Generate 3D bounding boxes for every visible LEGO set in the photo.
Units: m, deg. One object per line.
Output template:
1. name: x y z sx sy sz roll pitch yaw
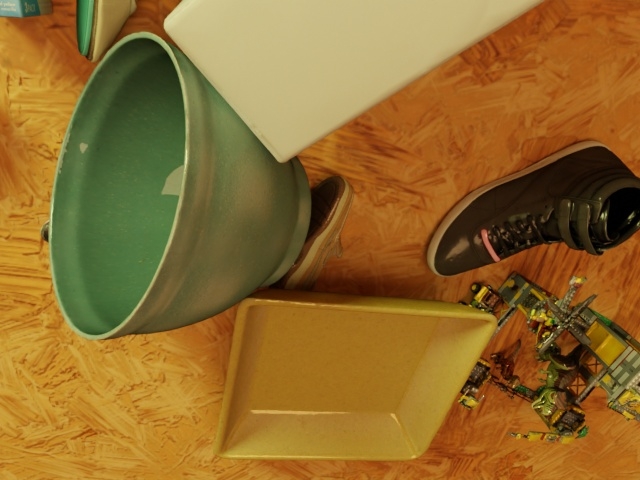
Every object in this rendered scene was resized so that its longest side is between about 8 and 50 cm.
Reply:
1. LEGO set: 0.358 0.205 0.816 0.331 0.192 0.255 36 104 -22

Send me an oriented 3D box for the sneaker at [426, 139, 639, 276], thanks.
1. sneaker: 0.285 -0.021 0.726 0.296 0.147 0.104 -31 118 6

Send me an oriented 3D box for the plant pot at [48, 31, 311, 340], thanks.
1. plant pot: -0.136 -0.040 0.592 0.196 0.293 0.293 11 115 -43

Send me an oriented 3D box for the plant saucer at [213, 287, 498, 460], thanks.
1. plant saucer: 0.031 0.187 0.785 0.333 0.081 0.332 6 127 -13

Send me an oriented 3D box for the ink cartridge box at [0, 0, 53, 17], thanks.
1. ink cartridge box: -0.304 -0.307 0.514 0.062 0.104 0.181 0 115 -10

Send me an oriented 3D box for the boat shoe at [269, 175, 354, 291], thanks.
1. boat shoe: 0.000 0.000 0.738 0.072 0.068 0.190 15 123 -30

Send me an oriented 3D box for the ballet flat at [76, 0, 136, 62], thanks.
1. ballet flat: -0.203 -0.305 0.553 0.086 0.086 0.248 2 113 -11

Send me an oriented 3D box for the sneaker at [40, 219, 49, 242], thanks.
1. sneaker: -0.286 0.002 0.686 0.119 0.057 0.047 12 114 -14

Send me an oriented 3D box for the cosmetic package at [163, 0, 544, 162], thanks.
1. cosmetic package: 0.108 -0.281 0.459 0.453 0.230 0.161 -27 121 24
